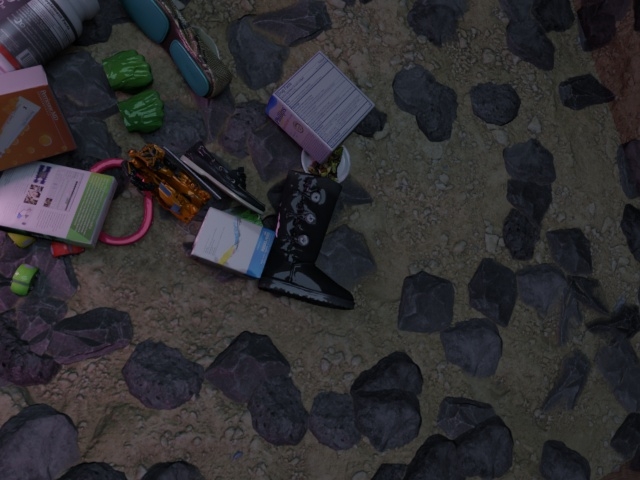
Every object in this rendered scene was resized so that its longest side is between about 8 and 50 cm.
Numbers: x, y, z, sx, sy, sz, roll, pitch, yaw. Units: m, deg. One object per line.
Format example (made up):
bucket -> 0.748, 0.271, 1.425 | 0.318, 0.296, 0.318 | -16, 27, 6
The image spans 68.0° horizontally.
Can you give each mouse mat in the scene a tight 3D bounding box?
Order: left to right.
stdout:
mouse mat -> -0.296, -0.044, 1.687 | 0.189, 0.007, 0.153 | -18, 89, -20

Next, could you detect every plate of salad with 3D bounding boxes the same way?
plate of salad -> 0.026, -0.306, 1.802 | 0.199, 0.048, 0.200 | 2, 83, -18

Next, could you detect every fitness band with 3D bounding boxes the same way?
fitness band -> -0.661, -0.127, 1.558 | 0.208, 0.054, 0.291 | -4, 84, -16

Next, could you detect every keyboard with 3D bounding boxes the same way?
keyboard -> -0.436, -0.227, 1.629 | 0.256, 0.072, 0.014 | 43, 77, -9

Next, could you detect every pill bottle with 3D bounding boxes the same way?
pill bottle -> -0.884, -0.678, 1.470 | 0.210, 0.210, 0.363 | 43, 72, -9

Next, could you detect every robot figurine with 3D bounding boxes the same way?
robot figurine -> -0.504, -0.200, 1.557 | 0.291, 0.085, 0.211 | 45, 30, -16

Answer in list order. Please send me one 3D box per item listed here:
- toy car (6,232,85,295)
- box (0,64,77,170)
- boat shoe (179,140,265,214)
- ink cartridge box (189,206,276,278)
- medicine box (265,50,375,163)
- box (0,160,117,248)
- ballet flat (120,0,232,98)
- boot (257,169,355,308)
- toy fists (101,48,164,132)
toy car -> -0.882, 0.061, 1.458 | 0.239, 0.053, 0.225 | 21, 77, -14
box -> -0.936, -0.342, 1.382 | 0.345, 0.168, 0.215 | -23, 136, -19
boat shoe -> -0.314, -0.219, 1.640 | 0.340, 0.127, 0.113 | 35, 84, -1
ink cartridge box -> -0.298, 0.016, 1.584 | 0.232, 0.171, 0.168 | 22, 78, -15
medicine box -> -0.002, -0.480, 1.724 | 0.289, 0.149, 0.263 | 43, 70, -5
box -> -0.817, -0.117, 1.448 | 0.321, 0.058, 0.232 | 12, 69, -3
ballet flat -> -0.490, -0.719, 1.650 | 0.483, 0.164, 0.182 | 50, 50, -12
boot -> -0.002, -0.001, 1.715 | 0.366, 0.146, 0.445 | 18, 74, -17
toy fists -> -0.616, -0.499, 1.596 | 0.142, 0.096, 0.279 | -20, 91, -9
